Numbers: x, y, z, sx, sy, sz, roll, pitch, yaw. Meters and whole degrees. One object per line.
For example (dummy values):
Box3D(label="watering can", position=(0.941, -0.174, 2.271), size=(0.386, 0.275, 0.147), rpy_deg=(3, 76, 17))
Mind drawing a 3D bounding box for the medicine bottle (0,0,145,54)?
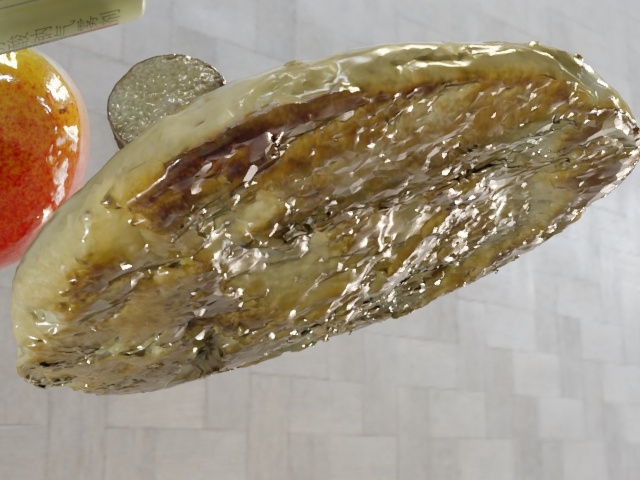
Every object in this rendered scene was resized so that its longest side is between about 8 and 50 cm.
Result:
Box3D(label="medicine bottle", position=(-0.212, -0.121, 0.593), size=(0.231, 0.059, 0.059), rpy_deg=(-20, 98, -21))

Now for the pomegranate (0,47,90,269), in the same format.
Box3D(label="pomegranate", position=(-0.295, -0.095, 0.883), size=(0.221, 0.221, 0.256), rpy_deg=(5, 96, -45))

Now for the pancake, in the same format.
Box3D(label="pancake", position=(0.001, 0.002, 0.601), size=(0.356, 0.356, 0.065), rpy_deg=(-1, 57, -46))

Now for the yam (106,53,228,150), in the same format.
Box3D(label="yam", position=(-0.074, -0.051, 0.655), size=(0.127, 0.084, 0.084), rpy_deg=(72, 31, -60))
